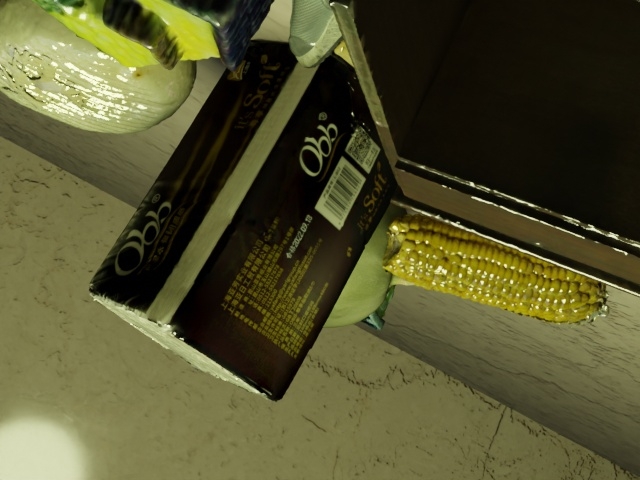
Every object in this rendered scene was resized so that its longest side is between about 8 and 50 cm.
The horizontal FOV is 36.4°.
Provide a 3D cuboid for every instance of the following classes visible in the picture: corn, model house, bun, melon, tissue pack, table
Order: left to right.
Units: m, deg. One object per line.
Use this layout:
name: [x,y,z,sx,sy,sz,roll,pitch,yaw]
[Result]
bun: [-0.282,-0.238,1.183,0.272,0.169,0.273,13,163,4]
model house: [-0.095,-0.231,0.696,0.170,0.194,0.211,37,166,-35]
tissue pack: [-0.063,-0.031,1.113,0.198,0.370,0.210,11,155,51]
melon: [-0.013,-0.007,1.394,0.308,0.272,0.272,25,170,36]
corn: [0.236,0.036,1.282,0.317,0.115,0.115,14,171,-12]
table: [0.173,-0.114,0.624,0.250,0.196,0.282,23,168,19]

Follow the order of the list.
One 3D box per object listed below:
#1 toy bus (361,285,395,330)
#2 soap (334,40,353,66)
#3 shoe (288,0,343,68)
toy bus: [-0.014,0.010,1.614,0.312,0.190,0.152,23,168,19]
soap: [0.130,-0.143,0.994,0.252,0.037,0.092,32,167,-25]
shoe: [0.004,-0.218,0.875,0.077,0.074,0.194,41,163,-12]
